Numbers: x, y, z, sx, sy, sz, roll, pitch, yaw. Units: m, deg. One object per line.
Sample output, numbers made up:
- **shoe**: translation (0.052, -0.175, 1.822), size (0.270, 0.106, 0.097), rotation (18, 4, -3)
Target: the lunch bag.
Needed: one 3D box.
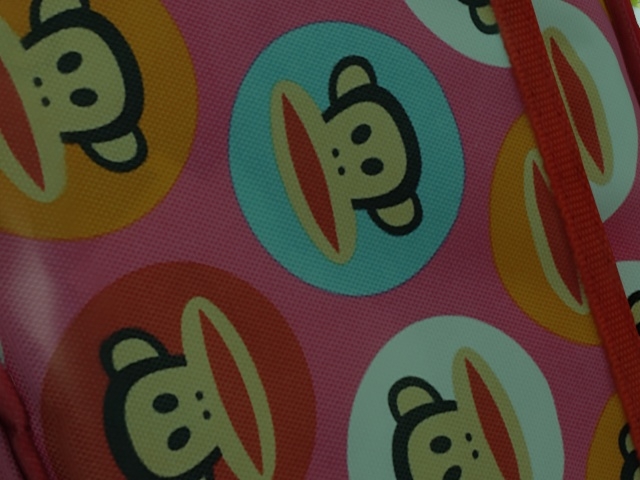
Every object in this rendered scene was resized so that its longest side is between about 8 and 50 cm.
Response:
- **lunch bag**: translation (0.000, 0.000, 0.491), size (0.258, 0.120, 0.293), rotation (-23, 97, -36)

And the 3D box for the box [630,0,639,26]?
- **box**: translation (0.129, -0.044, 0.625), size (0.105, 0.043, 0.179), rotation (41, 66, 13)
